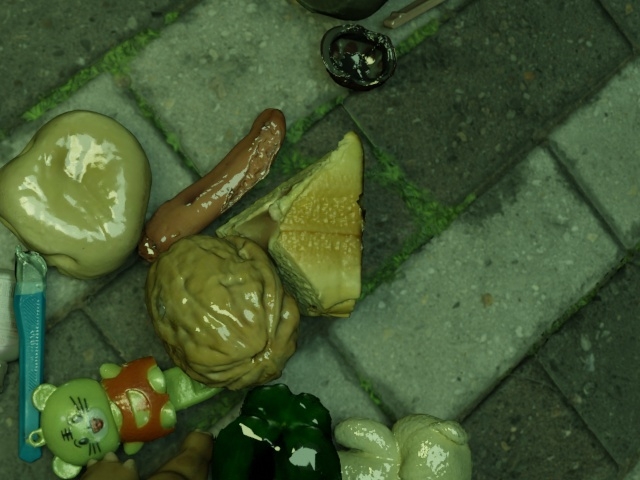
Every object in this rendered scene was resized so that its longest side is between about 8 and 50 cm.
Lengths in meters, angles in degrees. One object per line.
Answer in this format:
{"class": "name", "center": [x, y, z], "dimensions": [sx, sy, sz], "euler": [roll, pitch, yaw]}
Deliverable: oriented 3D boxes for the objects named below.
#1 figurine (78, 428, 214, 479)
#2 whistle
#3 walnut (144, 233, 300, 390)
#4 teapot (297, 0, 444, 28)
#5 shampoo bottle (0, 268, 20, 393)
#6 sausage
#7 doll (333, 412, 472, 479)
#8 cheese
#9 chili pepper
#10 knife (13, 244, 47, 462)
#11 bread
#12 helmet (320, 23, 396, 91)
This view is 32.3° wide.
{"class": "figurine", "center": [-0.244, 0.355, 1.432], "dimensions": [0.173, 0.247, 0.177], "euler": [0, 114, 13]}
{"class": "whistle", "center": [-0.257, 0.223, 1.497], "dimensions": [0.289, 0.106, 0.131], "euler": [-17, 91, -20]}
{"class": "walnut", "center": [-0.133, 0.091, 1.476], "dimensions": [0.198, 0.245, 0.198], "euler": [-17, 130, -21]}
{"class": "teapot", "center": [0.111, -0.477, 1.665], "dimensions": [0.344, 0.253, 0.300], "euler": [-32, 126, -24]}
{"class": "shampoo bottle", "center": [-0.429, 0.122, 1.489], "dimensions": [0.080, 0.040, 0.165], "euler": [12, 79, -24]}
{"class": "sausage", "center": [-0.148, -0.077, 1.594], "dimensions": [0.304, 0.078, 0.078], "euler": [-45, 97, -20]}
{"class": "doll", "center": [0.079, 0.338, 1.601], "dimensions": [0.278, 0.149, 0.175], "euler": [-13, 119, -3]}
{"class": "cheese", "center": [-0.336, -0.064, 1.508], "dimensions": [0.218, 0.117, 0.235], "euler": [-10, 82, -18]}
{"class": "chili pepper", "center": [-0.057, 0.324, 1.490], "dimensions": [0.174, 0.165, 0.261], "euler": [1, 125, 0]}
{"class": "knife", "center": [-0.389, 0.153, 1.477], "dimensions": [0.044, 0.026, 0.296], "euler": [0, 98, -28]}
{"class": "bread", "center": [0.011, -0.002, 1.579], "dimensions": [0.224, 0.183, 0.211], "euler": [-40, 97, -16]}
{"class": "helmet", "center": [0.052, -0.273, 1.689], "dimensions": [0.123, 0.070, 0.098], "euler": [12, 73, -10]}
